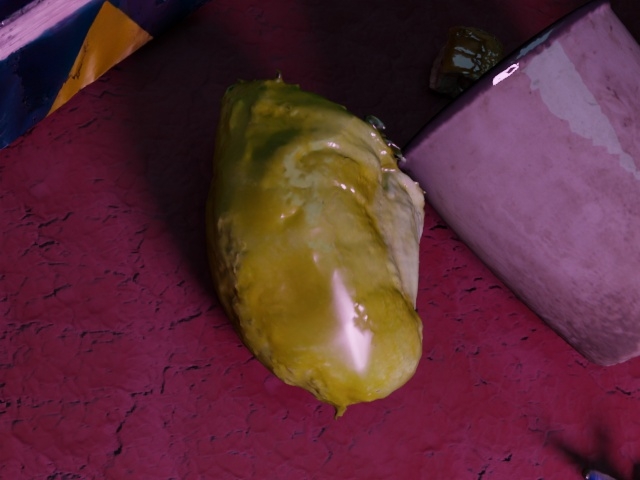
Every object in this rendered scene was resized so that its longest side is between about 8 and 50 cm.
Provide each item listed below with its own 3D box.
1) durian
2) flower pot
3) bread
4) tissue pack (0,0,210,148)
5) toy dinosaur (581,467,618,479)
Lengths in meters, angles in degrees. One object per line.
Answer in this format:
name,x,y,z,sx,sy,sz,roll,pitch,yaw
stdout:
durian,0.000,0.000,0.885,0.256,0.204,0.339,17,62,-22
flower pot,0.286,-0.049,0.958,0.294,0.293,0.330,-33,85,-27
bread,0.189,-0.224,1.120,0.083,0.076,0.070,17,58,-10
tissue pack,-0.310,-0.307,0.902,0.264,0.253,0.416,42,61,4
toy dinosaur,0.367,0.340,0.912,0.248,0.075,0.188,20,68,-14
